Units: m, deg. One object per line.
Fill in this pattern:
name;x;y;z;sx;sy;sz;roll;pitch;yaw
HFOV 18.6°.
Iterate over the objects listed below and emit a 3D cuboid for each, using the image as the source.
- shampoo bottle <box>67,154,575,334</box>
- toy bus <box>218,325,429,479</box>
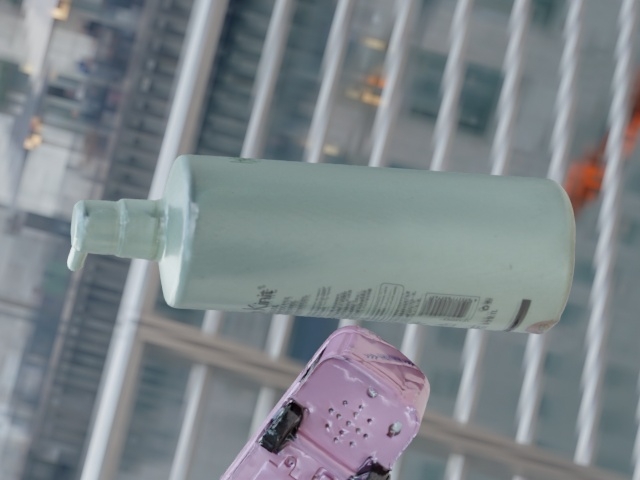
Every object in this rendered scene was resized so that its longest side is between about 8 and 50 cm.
shampoo bottle;0.000;0.000;1.039;0.085;0.262;0.085;-176;90;-78
toy bus;-0.026;0.131;0.897;0.203;0.063;0.090;-53;1;15
